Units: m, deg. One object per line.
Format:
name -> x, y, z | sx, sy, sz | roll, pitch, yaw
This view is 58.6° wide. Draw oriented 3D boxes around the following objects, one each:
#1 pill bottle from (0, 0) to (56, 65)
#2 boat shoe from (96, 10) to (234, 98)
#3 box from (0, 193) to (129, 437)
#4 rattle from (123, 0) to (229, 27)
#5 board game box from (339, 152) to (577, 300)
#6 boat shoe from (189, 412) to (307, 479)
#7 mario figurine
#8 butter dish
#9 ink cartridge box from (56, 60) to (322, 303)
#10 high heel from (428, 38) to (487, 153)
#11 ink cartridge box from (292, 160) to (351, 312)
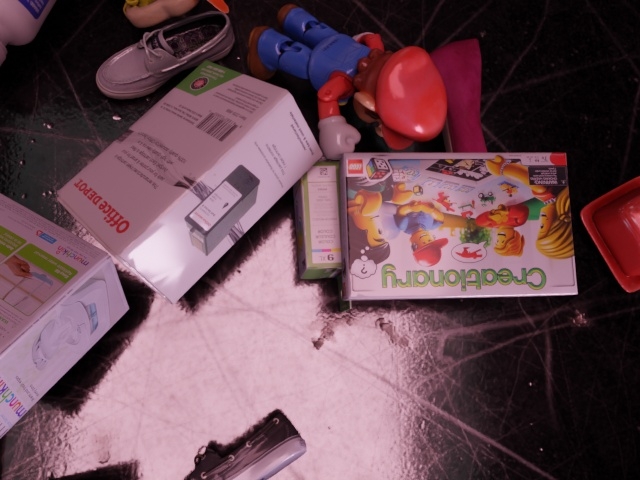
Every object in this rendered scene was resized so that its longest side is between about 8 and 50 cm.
pill bottle -> -0.460, -0.385, 0.823 | 0.152, 0.152, 0.272 | 24, 76, -2
boat shoe -> -0.239, -0.292, 0.870 | 0.227, 0.081, 0.079 | -27, 83, -12
box -> -0.415, 0.070, 0.678 | 0.262, 0.126, 0.231 | 25, 53, 17
rattle -> -0.230, -0.393, 0.827 | 0.130, 0.200, 0.142 | -39, 129, -29
board game box -> 0.180, -0.019, 0.763 | 0.305, 0.053, 0.193 | -1, 82, -5
boat shoe -> -0.132, 0.311, 0.771 | 0.228, 0.080, 0.076 | -30, 65, -8
mario figurine -> 0.043, -0.222, 0.850 | 0.320, 0.170, 0.198 | 35, 102, 27
butter dish -> 0.527, -0.023, 0.897 | 0.160, 0.118, 0.160 | -27, 83, -11
ink cartridge box -> -0.178, -0.090, 0.771 | 0.289, 0.121, 0.211 | -46, 48, -12
high heel -> 0.266, -0.142, 0.877 | 0.181, 0.127, 0.377 | -32, 81, -2
ink cartridge box -> 0.000, 0.000, 0.829 | 0.062, 0.109, 0.209 | -3, 80, -8
